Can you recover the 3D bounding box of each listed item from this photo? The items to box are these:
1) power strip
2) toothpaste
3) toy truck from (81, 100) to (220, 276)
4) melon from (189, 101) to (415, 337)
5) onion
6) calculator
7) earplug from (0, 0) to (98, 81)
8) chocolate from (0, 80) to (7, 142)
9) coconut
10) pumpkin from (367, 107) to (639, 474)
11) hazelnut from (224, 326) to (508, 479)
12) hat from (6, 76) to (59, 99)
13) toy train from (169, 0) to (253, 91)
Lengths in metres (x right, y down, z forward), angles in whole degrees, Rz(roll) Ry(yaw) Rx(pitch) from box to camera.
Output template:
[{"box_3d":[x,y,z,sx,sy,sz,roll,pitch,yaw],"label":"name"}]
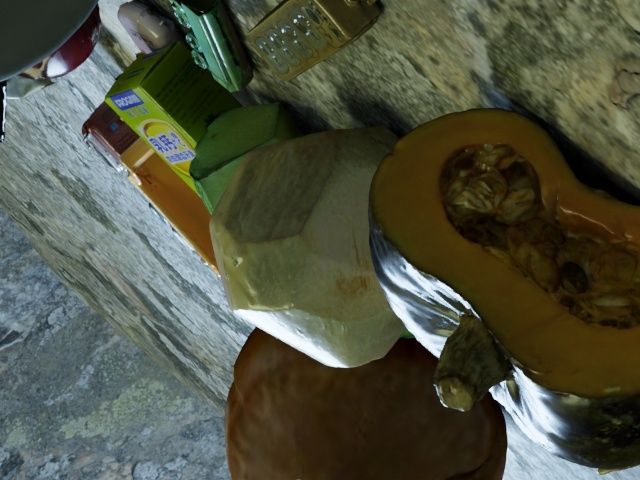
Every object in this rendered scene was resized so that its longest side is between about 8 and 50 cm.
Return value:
[{"box_3d":[-0.010,-0.192,1.613,0.064,0.044,0.305,49,167,-7],"label":"power strip"},{"box_3d":[-0.096,-0.083,2.056,0.327,0.077,0.110,46,159,-18],"label":"toothpaste"},{"box_3d":[-0.192,-0.081,2.364,0.270,0.114,0.135,47,171,-6],"label":"toy truck"},{"box_3d":[0.000,0.000,1.937,0.323,0.124,0.196,48,-155,-17],"label":"melon"},{"box_3d":[-0.333,-0.298,2.172,0.173,0.198,0.135,32,-152,-3],"label":"onion"},{"box_3d":[-0.172,-0.210,2.090,0.100,0.032,0.175,31,161,48],"label":"calculator"},{"box_3d":[-0.423,-0.366,1.817,0.394,0.312,0.312,36,164,45],"label":"earplug"},{"box_3d":[-0.612,-0.282,2.339,0.383,0.331,0.383,47,145,50],"label":"chocolate"},{"box_3d":[0.007,0.009,1.726,0.237,0.237,0.197,49,159,-14],"label":"coconut"},{"box_3d":[0.162,0.048,1.405,0.317,0.222,0.139,40,167,26],"label":"pumpkin"},{"box_3d":[0.048,0.209,2.122,0.372,0.315,0.372,-21,-90,-79],"label":"hazelnut"},{"box_3d":[-0.440,-0.323,2.508,0.214,0.149,0.245,109,157,-55],"label":"hat"},{"box_3d":[-0.116,-0.218,1.882,0.071,0.038,0.148,35,163,31],"label":"toy train"}]
